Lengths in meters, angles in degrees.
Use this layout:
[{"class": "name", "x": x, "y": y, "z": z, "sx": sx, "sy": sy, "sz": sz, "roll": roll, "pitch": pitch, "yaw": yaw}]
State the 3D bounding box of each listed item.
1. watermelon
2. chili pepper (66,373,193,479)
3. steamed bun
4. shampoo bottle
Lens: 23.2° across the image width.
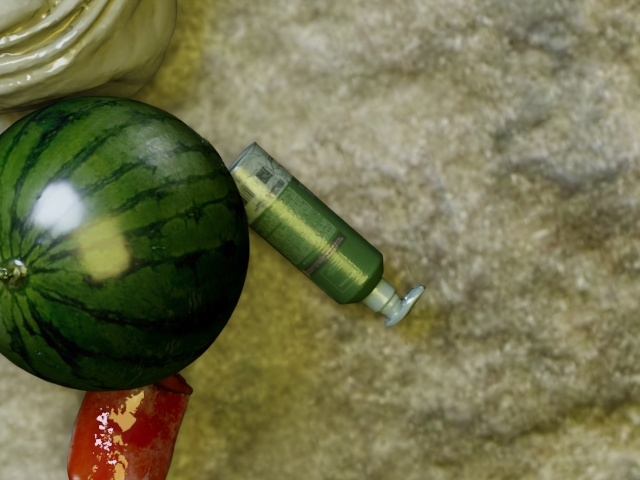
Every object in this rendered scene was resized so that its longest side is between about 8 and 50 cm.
[{"class": "watermelon", "x": -0.176, "y": 0.003, "z": 1.263, "sx": 0.242, "sy": 0.242, "sz": 0.242, "roll": 0, "pitch": 92, "yaw": -9}, {"class": "chili pepper", "x": -0.177, "y": 0.191, "z": 1.350, "sx": 0.086, "sy": 0.084, "sz": 0.192, "roll": 18, "pitch": 86, "yaw": 24}, {"class": "steamed bun", "x": -0.258, "y": -0.251, "z": 1.260, "sx": 0.276, "sy": 0.203, "sz": 0.289, "roll": -8, "pitch": 92, "yaw": -8}, {"class": "shampoo bottle", "x": 0.000, "y": 0.000, "z": 1.379, "sx": 0.204, "sy": 0.065, "sz": 0.065, "roll": 41, "pitch": 86, "yaw": -8}]
